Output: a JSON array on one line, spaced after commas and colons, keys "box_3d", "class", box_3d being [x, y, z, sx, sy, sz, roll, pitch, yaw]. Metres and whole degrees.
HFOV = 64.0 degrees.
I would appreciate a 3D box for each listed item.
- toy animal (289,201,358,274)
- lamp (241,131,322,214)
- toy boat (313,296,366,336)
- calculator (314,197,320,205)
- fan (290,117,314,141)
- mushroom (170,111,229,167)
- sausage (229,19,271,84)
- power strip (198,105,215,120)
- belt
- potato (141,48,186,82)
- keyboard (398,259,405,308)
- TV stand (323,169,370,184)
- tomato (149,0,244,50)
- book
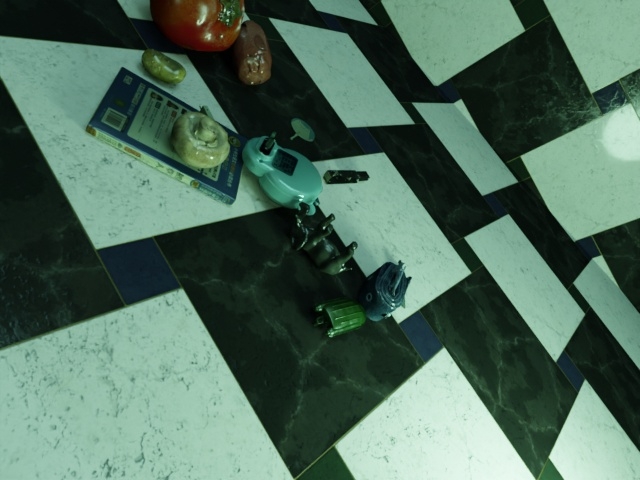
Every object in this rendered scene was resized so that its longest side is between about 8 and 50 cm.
[{"box_3d": [-0.003, 0.000, 1.520, 0.245, 0.146, 0.114, 56, 31, 9], "class": "toy animal"}, {"box_3d": [-0.117, -0.208, 1.590, 0.284, 0.147, 0.209, 47, 33, -24], "class": "lamp"}, {"box_3d": [0.062, 0.214, 1.469, 0.210, 0.052, 0.104, -6, 59, -49], "class": "toy boat"}, {"box_3d": [-0.047, -0.179, 1.746, 0.094, 0.019, 0.141, 12, 48, -39], "class": "calculator"}, {"box_3d": [-0.078, -0.409, 1.934, 0.113, 0.005, 0.175, 44, 35, -6], "class": "fan"}, {"box_3d": [-0.324, -0.277, 1.402, 0.166, 0.127, 0.166, 29, 44, -33], "class": "mushroom"}, {"box_3d": [-0.258, -0.689, 1.890, 0.152, 0.152, 0.280, 13, 49, -37], "class": "sausage"}, {"box_3d": [-0.331, -0.347, 1.519, 0.019, 0.051, 0.136, -12, 65, -42], "class": "power strip"}, {"box_3d": [0.208, 0.148, 1.607, 0.122, 0.128, 0.218, 43, 36, -6], "class": "belt"}, {"box_3d": [-0.487, -0.535, 1.586, 0.137, 0.070, 0.092, 29, 39, -26], "class": "potato"}, {"box_3d": [0.279, 0.148, 1.755, 0.176, 0.014, 0.055, -85, 160, -45], "class": "keyboard"}, {"box_3d": [0.101, -0.240, 1.929, 0.249, 0.042, 0.036, -9, 61, -49], "class": "TV stand"}, {"box_3d": [-0.415, -0.804, 1.727, 0.289, 0.293, 0.325, 21, 39, 18], "class": "tomato"}, {"box_3d": [-0.412, -0.300, 1.472, 0.427, 0.039, 0.300, 28, 41, -24], "class": "book"}]
